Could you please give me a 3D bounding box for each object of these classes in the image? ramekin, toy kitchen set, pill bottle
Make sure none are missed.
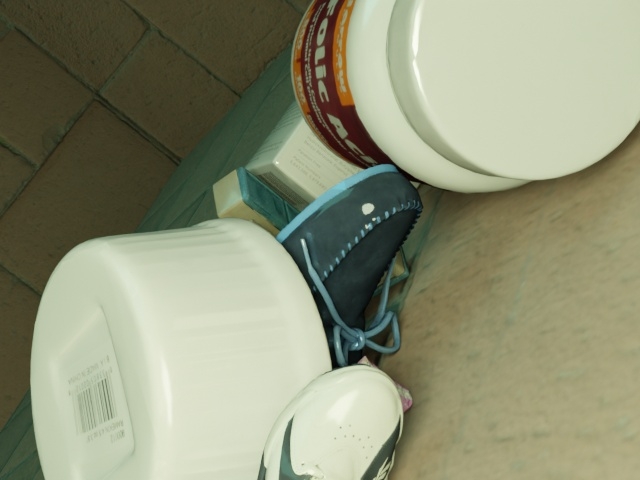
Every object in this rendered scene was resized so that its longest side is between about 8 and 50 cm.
[{"bbox_3d":[-0.123,0.120,0.821,0.277,0.135,0.277,1,92,54],"label":"ramekin"},{"bbox_3d":[0.000,0.000,1.075,0.166,0.122,0.207,-33,45,19],"label":"toy kitchen set"},{"bbox_3d":[0.112,-0.156,0.903,0.224,0.224,0.392,-52,13,-2],"label":"pill bottle"}]

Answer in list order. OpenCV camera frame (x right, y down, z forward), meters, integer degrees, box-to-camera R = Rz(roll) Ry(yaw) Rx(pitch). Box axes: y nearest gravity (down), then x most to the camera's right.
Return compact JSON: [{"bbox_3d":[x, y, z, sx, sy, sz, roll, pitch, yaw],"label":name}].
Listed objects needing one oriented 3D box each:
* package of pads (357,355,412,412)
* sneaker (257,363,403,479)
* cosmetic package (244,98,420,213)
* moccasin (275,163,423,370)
[{"bbox_3d":[0.025,0.132,0.803,0.083,0.050,0.032,-46,14,19],"label":"package of pads"},{"bbox_3d":[-0.007,0.195,0.654,0.235,0.094,0.153,-52,15,-3],"label":"sneaker"},{"bbox_3d":[0.033,-0.108,1.192,0.183,0.151,0.151,-54,14,-11],"label":"cosmetic package"},{"bbox_3d":[-0.002,0.083,0.891,0.138,0.117,0.342,-11,-34,-41],"label":"moccasin"}]
